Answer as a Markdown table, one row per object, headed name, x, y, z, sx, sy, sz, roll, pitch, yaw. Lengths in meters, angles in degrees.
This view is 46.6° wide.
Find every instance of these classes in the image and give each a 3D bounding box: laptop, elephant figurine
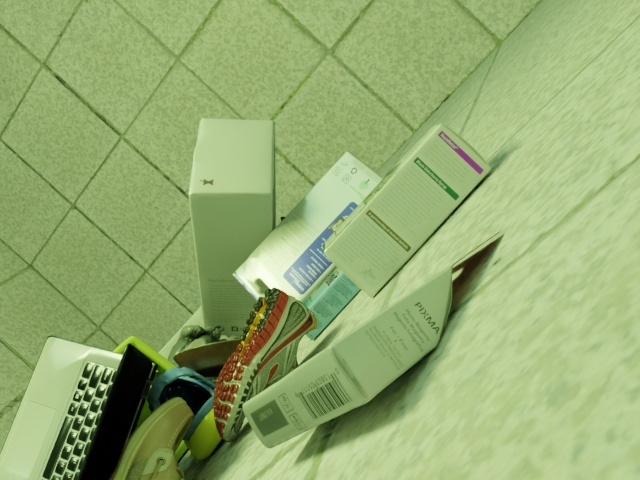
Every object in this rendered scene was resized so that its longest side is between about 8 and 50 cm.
| name | x | y | z | sx | sy | sz | roll | pitch | yaw |
| --- | --- | --- | --- | --- | --- | --- | --- | --- | --- |
| laptop | -0.412 | 0.323 | 1.077 | 0.236 | 0.408 | 0.382 | 41 | -118 | -53 |
| elephant figurine | -0.232 | 0.262 | 1.545 | 0.239 | 0.169 | 0.186 | 12 | 87 | 68 |

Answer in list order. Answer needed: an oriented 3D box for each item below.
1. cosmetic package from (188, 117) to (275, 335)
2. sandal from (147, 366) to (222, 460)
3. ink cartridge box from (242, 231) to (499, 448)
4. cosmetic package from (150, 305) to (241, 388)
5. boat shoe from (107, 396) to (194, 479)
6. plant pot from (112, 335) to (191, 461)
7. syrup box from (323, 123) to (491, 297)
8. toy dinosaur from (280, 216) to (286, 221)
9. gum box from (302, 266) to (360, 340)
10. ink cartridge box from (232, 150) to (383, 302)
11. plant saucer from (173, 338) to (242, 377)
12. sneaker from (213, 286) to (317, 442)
| name | x | y | z | sx | sy | sz | roll | pitch | yaw |
| --- | --- | --- | --- | --- | --- | --- | --- | --- | --- |
| cosmetic package | -0.177 | -0.015 | 1.603 | 0.453 | 0.161 | 0.230 | 93 | 177 | -48 |
| sandal | -0.217 | 0.271 | 1.242 | 0.126 | 0.138 | 0.317 | -51 | 2 | -18 |
| ink cartridge box | 0.059 | 0.094 | 0.688 | 0.232 | 0.066 | 0.189 | -24 | -12 | -36 |
| cosmetic package | -0.358 | 0.359 | 1.759 | 0.385 | 0.156 | 0.217 | -48 | -3 | -33 |
| boat shoe | -0.228 | 0.330 | 0.971 | 0.302 | 0.098 | 0.109 | -58 | -10 | -57 |
| plant pot | -0.373 | 0.365 | 1.444 | 0.207 | 0.227 | 0.228 | -52 | -1 | 42 |
| syrup box | 0.115 | -0.044 | 1.022 | 0.237 | 0.096 | 0.093 | -47 | 5 | 4 |
| toy dinosaur | 0.023 | -0.021 | 1.635 | 0.218 | 0.164 | 0.322 | -27 | -8 | 30 |
| gum box | 0.032 | 0.071 | 1.205 | 0.184 | 0.041 | 0.157 | -46 | 3 | 0 |
| ink cartridge box | 0.000 | 0.000 | 1.415 | 0.333 | 0.165 | 0.065 | -46 | -34 | -1 |
| plant saucer | -0.151 | 0.204 | 1.273 | 0.198 | 0.036 | 0.198 | -9 | -17 | -3 |
| sneaker | -0.078 | 0.184 | 1.039 | 0.225 | 0.092 | 0.088 | -61 | 22 | 3 |
